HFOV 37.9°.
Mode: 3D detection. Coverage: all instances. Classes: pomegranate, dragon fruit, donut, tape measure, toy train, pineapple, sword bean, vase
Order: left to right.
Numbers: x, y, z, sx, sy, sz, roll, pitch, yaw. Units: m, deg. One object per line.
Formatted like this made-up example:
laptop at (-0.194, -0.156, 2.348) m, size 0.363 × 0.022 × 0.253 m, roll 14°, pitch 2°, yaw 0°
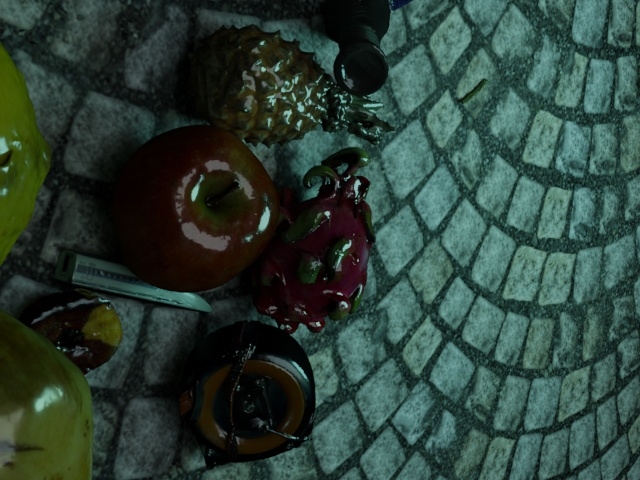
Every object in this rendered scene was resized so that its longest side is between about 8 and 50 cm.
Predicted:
pomegranate at (-0.418, 0.229, 1.033) m, size 0.333 × 0.333 × 0.332 m, roll -12°, pitch 109°, yaw -40°
donut at (-0.333, 0.121, 1.224) m, size 0.141 × 0.059 × 0.140 m, roll -19°, pitch 127°, yaw -27°
toy train at (-0.249, 0.061, 1.311) m, size 0.252 × 0.055 × 0.048 m, roll 18°, pitch 79°, yaw -44°
tape measure at (-0.107, 0.232, 1.393) m, size 0.202 × 0.135 × 0.222 m, roll -13°, pitch 117°, yaw -3°
pineapple at (-0.029, -0.204, 1.371) m, size 0.361 × 0.175 × 0.175 m, roll 13°, pitch 92°, yaw -47°
dragon fruit at (-0.007, 0.006, 1.440) m, size 0.218 × 0.198 × 0.272 m, roll 39°, pitch 48°, yaw -30°
vase at (0.056, -0.293, 1.369) m, size 0.237 × 0.116 × 0.115 m, roll -87°, pitch 159°, yaw -58°
sword bean at (0.288, -0.277, 1.741) m, size 0.083 × 0.012 × 0.012 m, roll -43°, pitch 126°, yaw -28°

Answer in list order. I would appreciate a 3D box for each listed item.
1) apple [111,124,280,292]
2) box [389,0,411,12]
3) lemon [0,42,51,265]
apple at (-0.178, -0.041, 1.246) m, size 0.230 × 0.230 × 0.229 m, roll -12°, pitch 109°, yaw -40°
box at (0.109, -0.506, 1.479) m, size 0.168 × 0.071 × 0.259 m, roll -35°, pitch 123°, yaw -31°
lemon at (-0.454, -0.075, 0.892) m, size 0.350 × 0.387 × 0.349 m, roll 32°, pitch 35°, yaw -26°
